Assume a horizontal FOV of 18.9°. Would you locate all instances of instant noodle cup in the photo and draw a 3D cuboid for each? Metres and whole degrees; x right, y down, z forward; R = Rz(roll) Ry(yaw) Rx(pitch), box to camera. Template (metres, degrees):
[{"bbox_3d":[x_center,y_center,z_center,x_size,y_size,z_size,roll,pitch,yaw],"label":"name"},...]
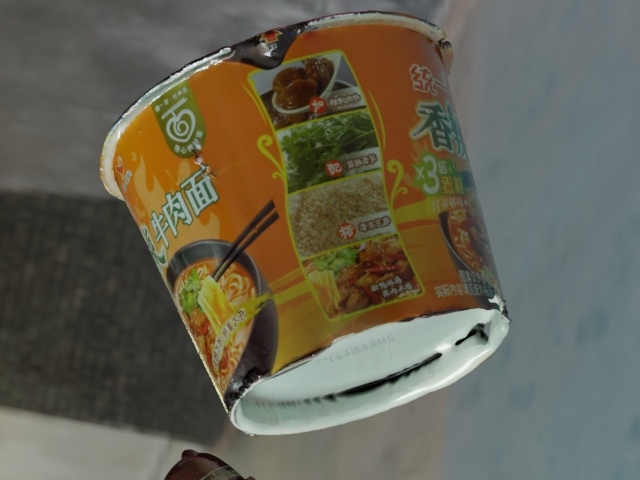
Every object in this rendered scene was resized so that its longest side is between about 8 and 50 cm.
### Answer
[{"bbox_3d":[0.000,0.000,1.137,0.230,0.230,0.182,120,135,-61],"label":"instant noodle cup"}]

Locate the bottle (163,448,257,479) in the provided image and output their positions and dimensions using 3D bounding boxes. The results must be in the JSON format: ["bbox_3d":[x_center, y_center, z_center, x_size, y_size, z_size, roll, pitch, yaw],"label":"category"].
[{"bbox_3d":[-0.035,0.141,0.903,0.047,0.101,0.063,-36,-27,-30],"label":"bottle"}]
